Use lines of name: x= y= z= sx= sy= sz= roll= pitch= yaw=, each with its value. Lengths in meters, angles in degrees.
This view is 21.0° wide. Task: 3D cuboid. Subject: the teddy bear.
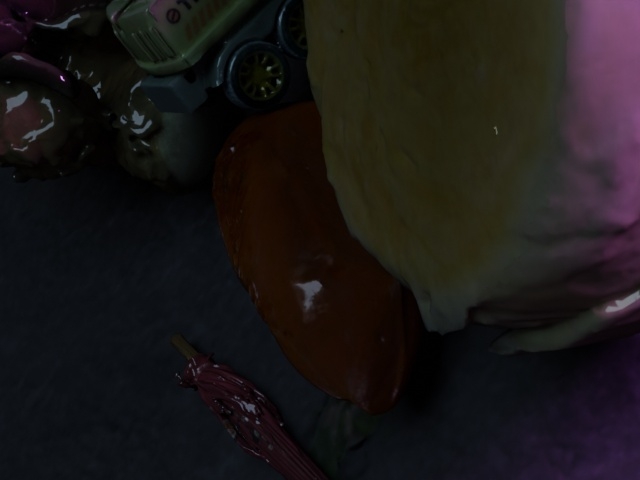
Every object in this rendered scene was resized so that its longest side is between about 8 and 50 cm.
teddy bear: x=-0.196 y=-0.132 z=0.932 sx=0.156 sy=0.256 sz=0.267 roll=-41 pitch=47 yaw=25

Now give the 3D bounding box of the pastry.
pastry: x=0.085 y=-0.088 z=0.687 sx=0.265 sy=0.133 sz=0.265 roll=28 pitch=124 yaw=55

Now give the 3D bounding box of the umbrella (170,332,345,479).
umbrella: x=-0.032 y=0.089 z=0.834 sx=0.027 sy=0.025 sz=0.165 roll=-40 pitch=45 yaw=-11

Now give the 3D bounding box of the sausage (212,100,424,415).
sausage: x=0.000 y=0.000 z=0.806 sx=0.089 sy=0.089 sz=0.179 roll=-43 pitch=44 yaw=17

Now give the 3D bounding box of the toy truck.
toy truck: x=-0.029 y=-0.153 z=0.847 sx=0.191 sy=0.116 sz=0.085 roll=-47 pitch=24 yaw=-14
